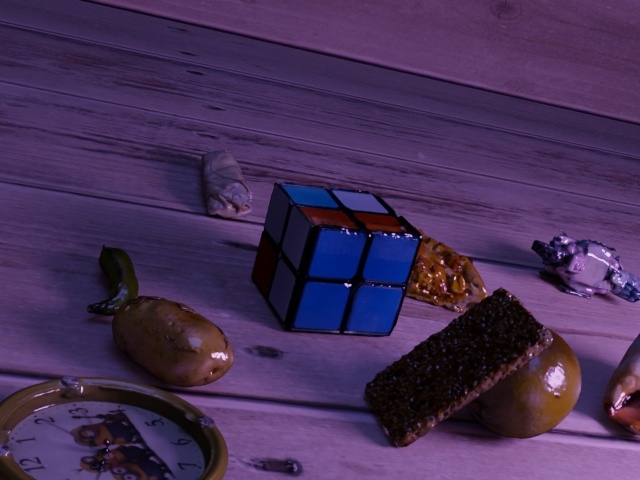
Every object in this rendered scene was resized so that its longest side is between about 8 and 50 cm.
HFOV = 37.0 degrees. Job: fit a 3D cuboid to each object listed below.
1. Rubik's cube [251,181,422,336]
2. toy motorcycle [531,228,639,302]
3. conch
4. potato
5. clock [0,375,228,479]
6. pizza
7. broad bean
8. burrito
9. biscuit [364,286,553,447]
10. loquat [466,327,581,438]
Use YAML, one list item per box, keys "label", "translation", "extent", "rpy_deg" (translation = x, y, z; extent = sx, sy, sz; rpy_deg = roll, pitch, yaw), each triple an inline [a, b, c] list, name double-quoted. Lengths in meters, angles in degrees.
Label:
- label: "Rubik's cube"
  translation: [0.020, 0.025, 1.407]
  extent: [0.183, 0.167, 0.180]
  rpy_deg: [6, 22, -27]
- label: "toy motorcycle"
  translation: [0.510, 0.052, 1.775]
  extent: [0.204, 0.108, 0.239]
  rpy_deg: [28, 24, 28]
- label: "conch"
  translation: [0.495, 0.208, 1.403]
  extent: [0.255, 0.127, 0.158]
  rpy_deg: [-22, 69, -27]
- label: "potato"
  translation: [-0.181, 0.117, 1.155]
  extent: [0.107, 0.080, 0.170]
  rpy_deg: [-22, 42, -39]
- label: "clock"
  translation: [-0.209, 0.210, 0.932]
  extent: [0.237, 0.057, 0.237]
  rpy_deg: [13, 19, -5]
- label: "pizza"
  translation: [0.130, 0.024, 1.612]
  extent: [0.226, 0.086, 0.335]
  rpy_deg: [-5, 31, -46]
- label: "broad bean"
  translation: [-0.275, 0.052, 1.296]
  extent: [0.061, 0.046, 0.195]
  rpy_deg: [14, 22, -12]
- label: "burrito"
  translation: [-0.178, -0.113, 1.766]
  extent: [0.082, 0.059, 0.275]
  rpy_deg: [-3, 24, -9]
- label: "biscuit"
  translation: [0.164, 0.151, 1.174]
  extent: [0.025, 0.231, 0.131]
  rpy_deg: [54, 0, -32]
- label: "loquat"
  translation: [0.260, 0.176, 1.235]
  extent: [0.152, 0.152, 0.195]
  rpy_deg: [28, 35, 29]
